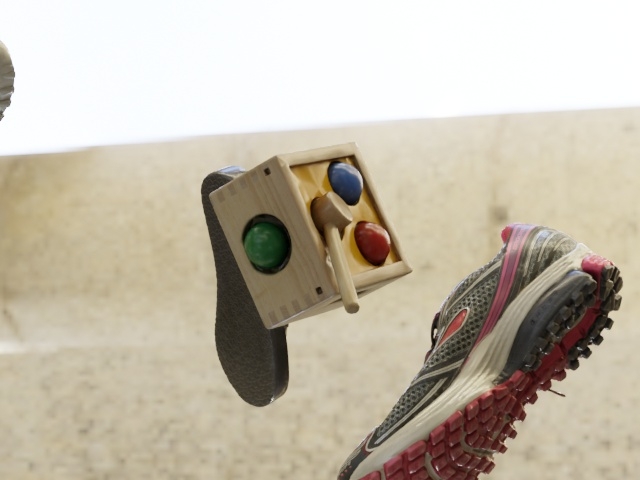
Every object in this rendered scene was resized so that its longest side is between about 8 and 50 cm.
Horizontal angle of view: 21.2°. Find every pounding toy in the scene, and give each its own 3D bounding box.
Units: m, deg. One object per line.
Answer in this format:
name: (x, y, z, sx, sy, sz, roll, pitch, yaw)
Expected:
pounding toy: (0.000, 0.000, 1.254, 0.141, 0.100, 0.130, -14, -102, -56)

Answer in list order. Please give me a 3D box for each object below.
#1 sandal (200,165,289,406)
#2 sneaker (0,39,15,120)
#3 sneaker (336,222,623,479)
sandal: (-0.061, 0.049, 1.697, 0.054, 0.097, 0.255, -21, -64, -37)
sneaker: (-0.350, -0.128, 1.560, 0.090, 0.235, 0.095, 7, -123, -33)
sneaker: (0.122, 0.114, 1.435, 0.299, 0.112, 0.121, -44, -36, -15)
